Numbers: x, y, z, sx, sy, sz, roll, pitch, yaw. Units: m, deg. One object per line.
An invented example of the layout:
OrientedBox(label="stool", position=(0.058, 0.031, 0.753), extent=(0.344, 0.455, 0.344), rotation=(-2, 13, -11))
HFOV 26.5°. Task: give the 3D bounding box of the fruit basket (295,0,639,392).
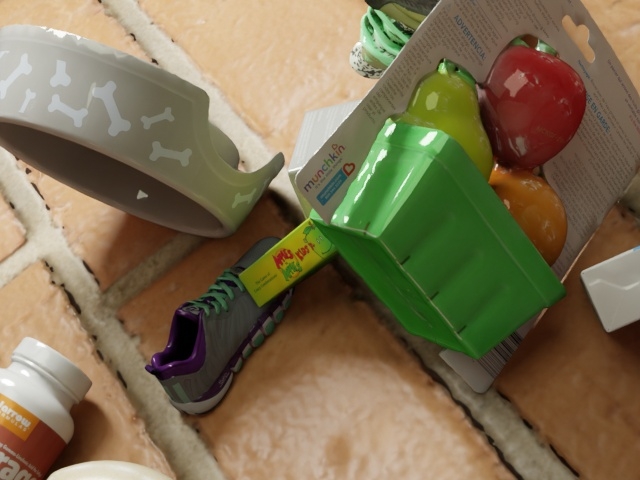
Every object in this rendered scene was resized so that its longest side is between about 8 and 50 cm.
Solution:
OrientedBox(label="fruit basket", position=(0.161, -0.083, 1.300), extent=(0.165, 0.327, 0.353), rotation=(9, 58, 49))

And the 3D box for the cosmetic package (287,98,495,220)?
OrientedBox(label="cosmetic package", position=(0.095, -0.095, 1.470), extent=(0.238, 0.107, 0.127), rotation=(-8, 36, 20))

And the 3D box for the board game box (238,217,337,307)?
OrientedBox(label="board game box", position=(0.000, 0.000, 1.408), extent=(0.092, 0.043, 0.181), rotation=(-30, -5, -42))

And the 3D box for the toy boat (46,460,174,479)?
OrientedBox(label="toy boat", position=(-0.234, 0.360, 1.290), extent=(0.318, 0.148, 0.267), rotation=(-33, 52, -10))

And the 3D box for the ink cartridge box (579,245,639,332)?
OrientedBox(label="ink cartridge box", position=(0.300, 0.038, 1.265), extent=(0.104, 0.181, 0.062), rotation=(-24, 83, 9))

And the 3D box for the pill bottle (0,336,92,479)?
OrientedBox(label="pill bottle", position=(-0.342, 0.216, 1.453), extent=(0.121, 0.121, 0.216), rotation=(18, 65, 36))

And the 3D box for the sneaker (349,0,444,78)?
OrientedBox(label="sneaker", position=(0.104, -0.228, 1.458), extent=(0.182, 0.410, 0.158), rotation=(-42, 80, 19))

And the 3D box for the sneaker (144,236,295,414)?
OrientedBox(label="sneaker", position=(-0.103, 0.074, 1.456), extent=(0.083, 0.098, 0.224), rotation=(12, 62, 34))

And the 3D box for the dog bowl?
OrientedBox(label="dog bowl", position=(-0.217, -0.109, 1.507), extent=(0.348, 0.349, 0.102), rotation=(14, 76, 34))
